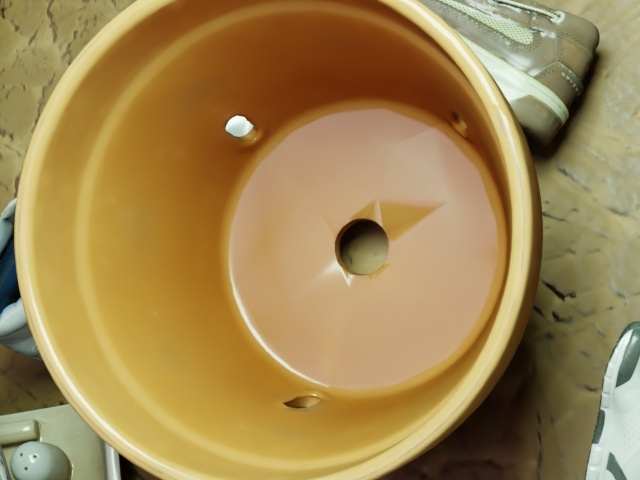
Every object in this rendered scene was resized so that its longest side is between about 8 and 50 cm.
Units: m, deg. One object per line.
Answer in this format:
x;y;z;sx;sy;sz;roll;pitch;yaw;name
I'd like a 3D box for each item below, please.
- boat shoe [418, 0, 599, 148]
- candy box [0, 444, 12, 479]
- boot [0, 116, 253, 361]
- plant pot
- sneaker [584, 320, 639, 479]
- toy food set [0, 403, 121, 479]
0.061;-0.156;1.134;0.257;0.095;0.095;32;87;20;boat shoe
-0.297;0.149;1.114;0.196;0.070;0.165;-19;75;-8;candy box
-0.123;-0.020;1.171;0.258;0.123;0.095;-49;61;9;boot
0.000;0.000;1.037;0.290;0.203;0.291;-1;86;19;plant pot
0.181;0.098;1.026;0.043;0.040;0.109;12;109;19;sneaker
-0.272;0.223;1.166;0.306;0.092;0.220;-9;73;4;toy food set
